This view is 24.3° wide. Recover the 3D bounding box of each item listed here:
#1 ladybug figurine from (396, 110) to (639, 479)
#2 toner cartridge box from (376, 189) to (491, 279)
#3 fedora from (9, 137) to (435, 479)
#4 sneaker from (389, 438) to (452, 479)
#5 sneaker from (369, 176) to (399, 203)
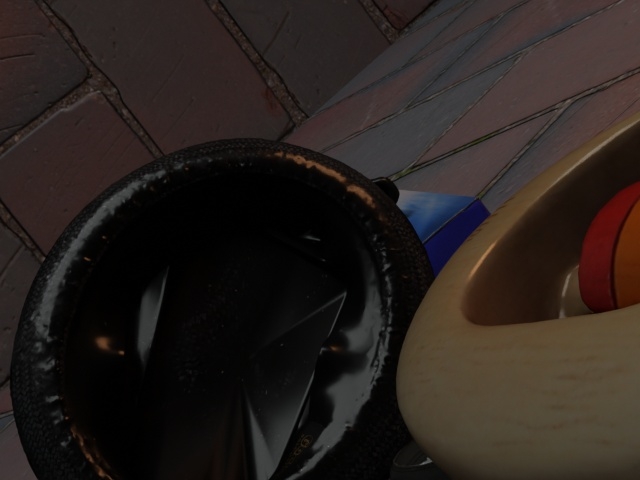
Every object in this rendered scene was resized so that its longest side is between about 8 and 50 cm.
[{"bbox_3d":[0.205,0.031,0.627,0.305,0.162,0.449,-42,11,-19],"label":"ladybug figurine"},{"bbox_3d":[0.052,0.032,1.382,0.165,0.075,0.348,-39,10,-8],"label":"toner cartridge box"},{"bbox_3d":[-0.067,0.094,1.123,0.334,0.334,0.152,-40,-19,-17],"label":"fedora"},{"bbox_3d":[0.140,0.060,0.887,0.267,0.106,0.101,-37,11,7],"label":"sneaker"},{"bbox_3d":[0.000,0.000,1.296,0.188,0.067,0.078,-42,5,-33],"label":"sneaker"}]
